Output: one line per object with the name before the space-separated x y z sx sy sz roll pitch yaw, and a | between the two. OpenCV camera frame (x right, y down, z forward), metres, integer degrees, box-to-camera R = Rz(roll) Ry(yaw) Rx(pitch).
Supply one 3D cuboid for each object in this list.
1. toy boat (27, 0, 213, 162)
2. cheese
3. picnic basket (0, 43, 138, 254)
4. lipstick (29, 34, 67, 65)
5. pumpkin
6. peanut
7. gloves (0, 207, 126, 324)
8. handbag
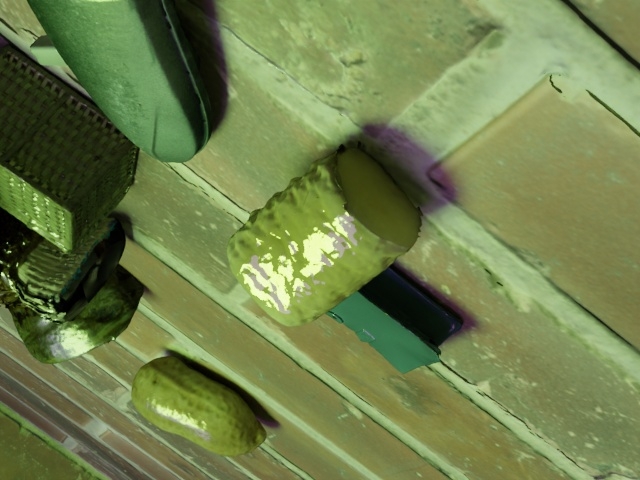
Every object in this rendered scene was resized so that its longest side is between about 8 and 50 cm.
toy boat | -0.173 -0.168 0.797 0.141 0.092 0.319 22 156 19
cheese | 0.000 0.000 0.808 0.123 0.094 0.167 44 128 -11
picnic basket | -0.337 -0.099 1.021 0.196 0.134 0.154 34 154 1
lipstick | -0.255 -0.199 0.896 0.107 0.025 0.025 8 144 30
pumpkin | -0.452 0.087 1.381 0.312 0.169 0.148 4 142 42
peanut | -0.213 0.298 1.516 0.253 0.122 0.137 24 159 10
gloves | -0.429 -0.005 1.211 0.312 0.210 0.135 12 161 23
handbag | 0.040 0.063 0.967 0.221 0.057 0.144 36 156 -3
